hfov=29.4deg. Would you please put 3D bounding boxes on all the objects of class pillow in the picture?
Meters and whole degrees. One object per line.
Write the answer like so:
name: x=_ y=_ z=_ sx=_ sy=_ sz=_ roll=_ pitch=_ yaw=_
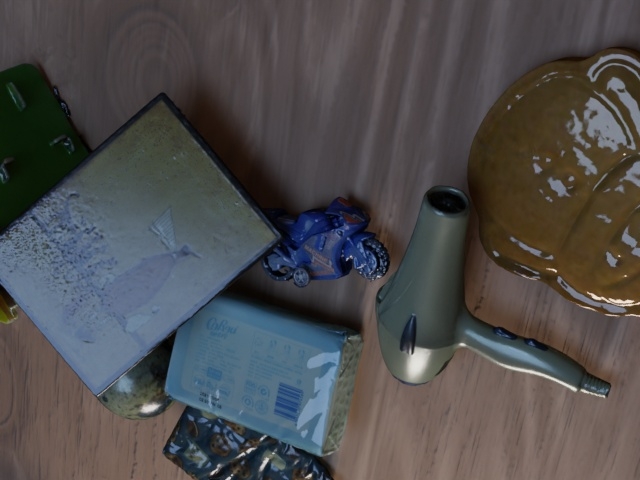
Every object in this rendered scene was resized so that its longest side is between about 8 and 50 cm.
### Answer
pillow: x=-0.109 y=0.336 z=1.833 sx=0.255 sy=0.034 sz=0.189 roll=39 pitch=125 yaw=7

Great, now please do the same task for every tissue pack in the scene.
tissue pack: x=-0.079 y=0.175 z=1.708 sx=0.263 sy=0.089 sz=0.177 roll=16 pitch=99 yaw=27

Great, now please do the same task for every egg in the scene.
egg: x=-0.282 y=0.188 z=1.827 sx=0.181 sy=0.141 sz=0.141 roll=41 pitch=128 yaw=35

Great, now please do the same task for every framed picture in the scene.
framed picture: x=-0.253 y=0.007 z=1.618 sx=0.338 sy=0.014 sz=0.255 roll=-39 pitch=90 yaw=6

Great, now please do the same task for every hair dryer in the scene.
hair dryer: x=0.193 y=0.065 z=1.477 sx=0.298 sy=0.119 sz=0.296 roll=3 pitch=129 yaw=26

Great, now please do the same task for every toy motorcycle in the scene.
toy motorcycle: x=0.000 y=0.000 z=1.614 sx=0.205 sy=0.076 sz=0.114 roll=-2 pitch=100 yaw=35

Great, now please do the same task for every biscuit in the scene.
biscuit: x=0.335 y=-0.058 z=1.387 sx=0.351 sy=0.057 sz=0.312 roll=29 pitch=123 yaw=19

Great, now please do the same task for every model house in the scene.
model house: x=-0.503 y=-0.043 z=1.812 sx=0.313 sy=0.242 sz=0.358 roll=-28 pitch=96 yaw=40
